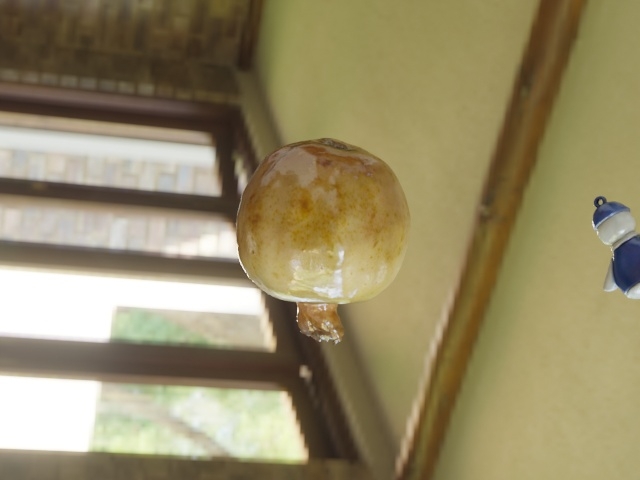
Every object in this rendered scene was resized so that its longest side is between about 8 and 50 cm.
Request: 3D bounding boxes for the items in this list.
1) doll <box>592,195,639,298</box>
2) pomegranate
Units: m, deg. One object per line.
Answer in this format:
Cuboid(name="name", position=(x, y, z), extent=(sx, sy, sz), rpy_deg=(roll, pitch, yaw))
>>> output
Cuboid(name="doll", position=(0.334, 0.012, 1.651), extent=(0.099, 0.057, 0.143), rpy_deg=(-40, -111, 28))
Cuboid(name="pomegranate", position=(0.000, -0.017, 1.730), extent=(0.207, 0.207, 0.207), rpy_deg=(-175, -90, -73))
